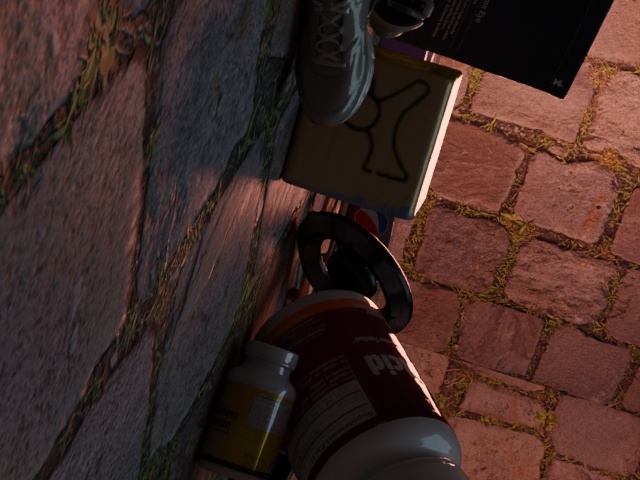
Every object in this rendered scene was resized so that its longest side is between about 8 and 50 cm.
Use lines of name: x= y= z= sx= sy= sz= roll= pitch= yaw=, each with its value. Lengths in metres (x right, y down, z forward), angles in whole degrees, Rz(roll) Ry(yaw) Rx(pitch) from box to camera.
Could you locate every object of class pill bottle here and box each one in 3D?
pill bottle: x=0.061 y=0.272 z=1.832 sx=0.392 sy=0.224 sz=0.224 roll=-121 pitch=-147 yaw=-44
pill bottle: x=-0.092 y=0.233 z=1.763 sx=0.103 sy=0.103 sz=0.184 roll=74 pitch=34 yaw=-78

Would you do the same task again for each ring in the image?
ring: x=0.000 y=0.000 z=2.266 sx=0.336 sy=0.032 sz=0.336 roll=18 pitch=90 yaw=-83

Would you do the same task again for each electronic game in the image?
electronic game: x=0.051 y=0.052 z=2.012 sx=0.048 sy=0.229 sz=0.229 roll=-40 pitch=157 yaw=-29

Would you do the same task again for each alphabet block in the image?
alphabet block: x=0.074 y=-0.159 z=1.785 sx=0.193 sy=0.192 sz=0.197 roll=-54 pitch=162 yaw=-76

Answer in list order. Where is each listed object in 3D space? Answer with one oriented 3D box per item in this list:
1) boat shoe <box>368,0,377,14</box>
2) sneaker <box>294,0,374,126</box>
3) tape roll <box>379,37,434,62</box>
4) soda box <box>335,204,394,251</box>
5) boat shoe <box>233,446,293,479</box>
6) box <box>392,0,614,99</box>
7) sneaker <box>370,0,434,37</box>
boat shoe: x=0.040 y=-0.320 z=1.616 sx=0.073 sy=0.073 sz=0.207 roll=83 pitch=32 yaw=-79
sneaker: x=0.014 y=-0.263 z=1.496 sx=0.121 sy=0.099 sz=0.262 roll=-2 pitch=101 yaw=-75
tape roll: x=0.184 y=-0.417 z=2.473 sx=0.275 sy=0.090 sz=0.274 roll=17 pitch=90 yaw=-83
soda box: x=0.094 y=-0.058 z=2.474 sx=0.083 sy=0.092 sz=0.263 roll=115 pitch=-11 yaw=-62
boat shoe: x=-0.070 y=0.325 z=2.159 sx=0.306 sy=0.113 sz=0.105 roll=-63 pitch=-173 yaw=-4
box: x=0.287 y=-0.437 z=1.965 sx=0.179 sy=0.313 sz=0.343 roll=-92 pitch=-156 yaw=-61
sneaker: x=0.141 y=-0.404 z=1.766 sx=0.292 sy=0.110 sz=0.118 roll=-61 pitch=180 yaw=-10
